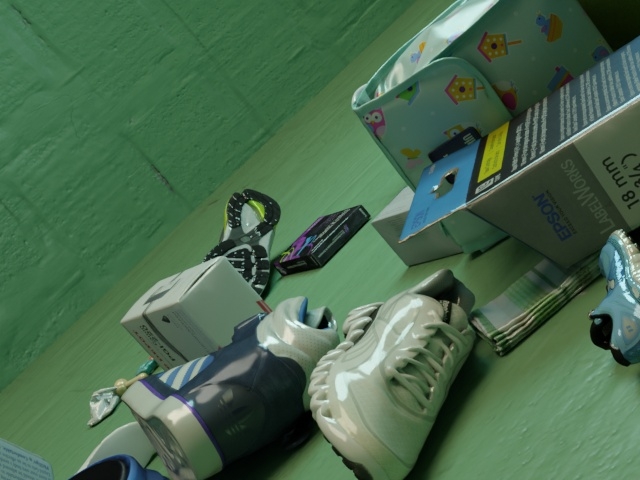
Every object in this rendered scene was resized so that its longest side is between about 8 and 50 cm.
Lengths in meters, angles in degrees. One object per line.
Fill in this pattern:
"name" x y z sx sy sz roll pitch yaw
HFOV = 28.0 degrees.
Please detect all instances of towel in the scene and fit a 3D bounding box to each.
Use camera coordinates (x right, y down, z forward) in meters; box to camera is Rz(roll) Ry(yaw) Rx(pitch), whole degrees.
"towel" 0.203 0.038 1.170 0.152 0.023 0.113 -40 12 1

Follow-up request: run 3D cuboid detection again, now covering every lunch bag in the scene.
"lunch bag" 0.188 -0.144 1.400 0.262 0.223 0.160 -43 19 -10

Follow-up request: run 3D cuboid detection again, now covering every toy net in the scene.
"toy net" -0.308 0.212 2.126 0.232 0.045 0.122 -42 11 -6

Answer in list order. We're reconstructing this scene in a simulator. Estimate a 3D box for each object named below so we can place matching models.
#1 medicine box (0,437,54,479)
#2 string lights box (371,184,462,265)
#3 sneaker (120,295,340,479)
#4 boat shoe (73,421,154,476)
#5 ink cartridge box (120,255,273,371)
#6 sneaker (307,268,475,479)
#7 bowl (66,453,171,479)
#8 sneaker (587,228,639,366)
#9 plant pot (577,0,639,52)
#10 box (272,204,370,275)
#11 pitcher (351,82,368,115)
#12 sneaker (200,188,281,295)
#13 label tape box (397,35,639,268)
"medicine box" -0.371 0.360 1.175 0.263 0.149 0.289 -37 46 17
"string lights box" 0.192 -0.089 1.556 0.260 0.077 0.133 -46 13 -25
"sneaker" -0.083 0.160 1.432 0.236 0.130 0.323 -34 4 -17
"boat shoe" -0.287 0.309 1.661 0.184 0.066 0.063 -54 15 -15
"ink cartridge box" -0.146 0.119 1.655 0.092 0.158 0.218 -46 12 -25
"sneaker" 0.071 0.109 1.110 0.118 0.110 0.292 -36 13 22
"bowl" -0.321 0.388 1.413 0.391 0.077 0.391 -38 12 9
"sneaker" 0.227 0.045 0.968 0.073 0.063 0.162 -41 10 14
"plant pot" 0.409 -0.382 1.397 0.366 0.366 0.353 -44 23 -17
"box" 0.000 0.000 1.970 0.116 0.029 0.162 -45 13 -22
"pitcher" 0.164 -0.223 1.920 0.207 0.177 0.125 -49 -17 -25
"sneaker" -0.132 0.050 2.066 0.300 0.111 0.121 -70 -4 -50
"label tape box" 0.250 -0.080 1.194 0.333 0.106 0.241 -33 10 20
